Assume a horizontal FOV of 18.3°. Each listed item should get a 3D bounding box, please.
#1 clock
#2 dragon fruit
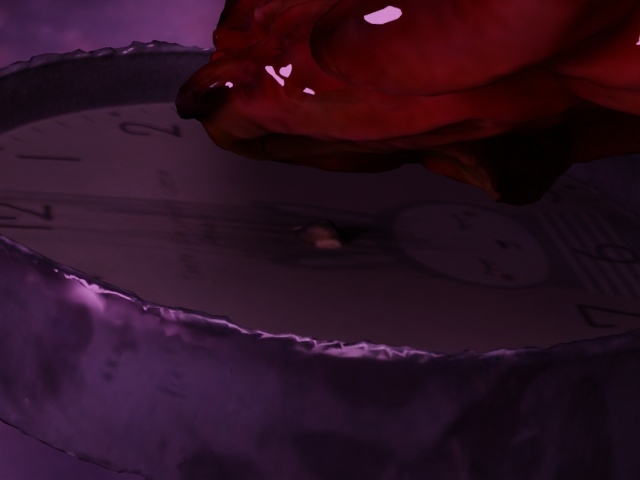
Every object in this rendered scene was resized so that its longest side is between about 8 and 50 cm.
[{"bbox_3d":[0.000,0.000,0.507,0.214,0.042,0.215,7,22,-3],"label":"clock"},{"bbox_3d":[0.103,-0.072,0.519,0.228,0.286,0.329,31,45,-15],"label":"dragon fruit"}]
